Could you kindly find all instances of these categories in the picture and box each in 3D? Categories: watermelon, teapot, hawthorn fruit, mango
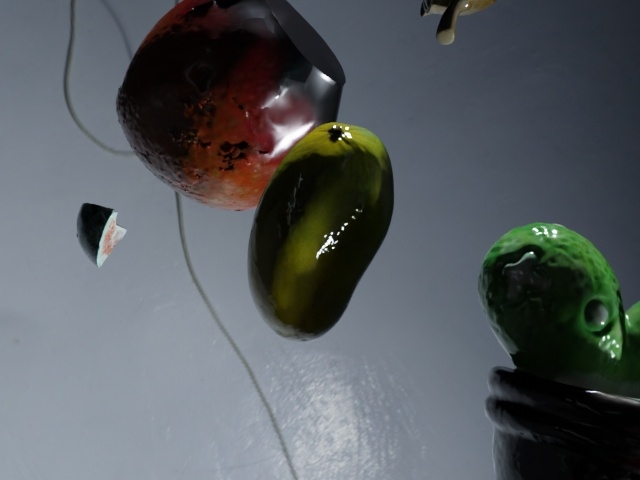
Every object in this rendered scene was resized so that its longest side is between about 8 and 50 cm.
[{"bbox_3d":[-0.257,-0.016,0.986,0.061,0.085,0.085,-5,65,-46],"label":"watermelon"},{"bbox_3d":[0.120,-0.213,0.734,0.080,0.085,0.110,2,60,-3],"label":"teapot"},{"bbox_3d":[-0.115,-0.194,1.097,0.316,0.316,0.315,5,66,-11],"label":"hawthorn fruit"},{"bbox_3d":[-0.001,-0.002,0.665,0.086,0.122,0.191,23,101,30],"label":"mango"}]

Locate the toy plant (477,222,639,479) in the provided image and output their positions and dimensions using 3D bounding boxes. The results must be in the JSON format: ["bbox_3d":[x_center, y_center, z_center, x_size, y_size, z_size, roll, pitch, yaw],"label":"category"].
[{"bbox_3d":[0.222,0.113,0.673,0.218,0.175,0.235,14,85,-3],"label":"toy plant"}]
